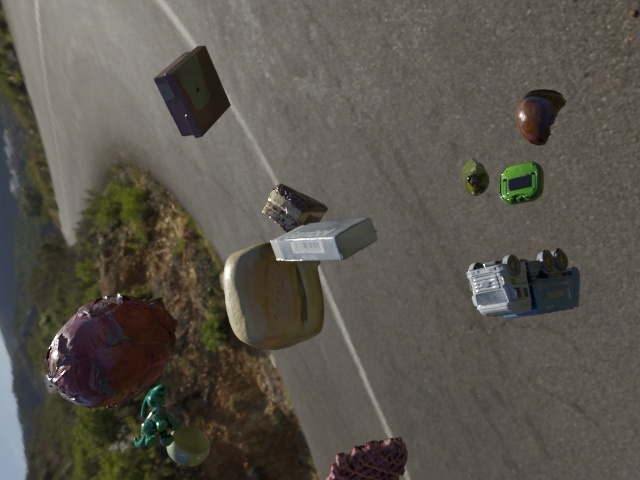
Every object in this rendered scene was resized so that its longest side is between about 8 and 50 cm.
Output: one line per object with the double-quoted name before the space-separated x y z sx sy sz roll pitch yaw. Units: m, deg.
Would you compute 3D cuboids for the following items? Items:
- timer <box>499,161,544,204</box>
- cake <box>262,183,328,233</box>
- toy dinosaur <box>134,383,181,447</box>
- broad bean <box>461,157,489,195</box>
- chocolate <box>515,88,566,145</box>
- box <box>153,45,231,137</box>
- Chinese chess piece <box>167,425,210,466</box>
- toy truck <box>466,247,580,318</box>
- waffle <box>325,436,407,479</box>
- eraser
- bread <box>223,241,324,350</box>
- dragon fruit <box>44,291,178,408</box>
"timer" 0.627 -0.180 1.754 0.140 0.047 0.128 -9 69 46
"cake" -0.075 -0.096 1.703 0.135 0.246 0.112 34 100 11
"toy dinosaur" -0.323 0.349 1.085 0.096 0.059 0.132 41 102 40
"broad bean" 0.395 -0.161 1.432 0.339 0.061 0.077 -51 -41 -72
"chocolate" 0.586 -0.324 1.494 0.127 0.124 0.133 2 73 31
"box" -0.396 -0.464 1.751 0.086 0.215 0.215 -1 129 25
"Chinese chess piece" -0.442 0.688 1.875 0.144 0.144 0.059 42 113 41
"toy truck" 0.578 0.122 1.562 0.146 0.367 0.176 -24 72 54
"waffle" 0.117 0.562 1.375 0.056 0.221 0.235 -119 27 -47
"eraser" 0.000 0.000 1.036 0.212 0.091 0.046 -3 110 52
"bread" -0.172 0.206 2.034 0.253 0.347 0.377 142 117 -71
"dragon fruit" -0.521 0.273 1.410 0.277 0.342 0.278 41 157 22
